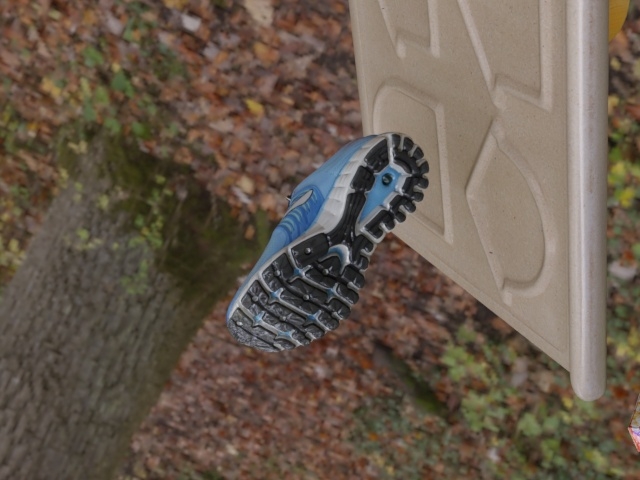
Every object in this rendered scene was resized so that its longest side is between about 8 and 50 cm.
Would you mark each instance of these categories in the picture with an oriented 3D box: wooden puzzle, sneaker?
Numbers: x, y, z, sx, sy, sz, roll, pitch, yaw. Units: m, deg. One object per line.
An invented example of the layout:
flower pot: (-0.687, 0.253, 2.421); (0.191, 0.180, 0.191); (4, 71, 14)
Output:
wooden puzzle: (0.111, -0.110, 0.717); (0.081, 0.322, 0.348); (-16, -151, -15)
sneaker: (0.000, 0.000, 0.663); (0.063, 0.162, 0.073); (43, 175, -26)

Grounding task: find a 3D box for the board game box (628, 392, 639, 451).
board game box: (0.423, 0.140, 1.117); (0.147, 0.193, 0.045); (0, 135, 38)
